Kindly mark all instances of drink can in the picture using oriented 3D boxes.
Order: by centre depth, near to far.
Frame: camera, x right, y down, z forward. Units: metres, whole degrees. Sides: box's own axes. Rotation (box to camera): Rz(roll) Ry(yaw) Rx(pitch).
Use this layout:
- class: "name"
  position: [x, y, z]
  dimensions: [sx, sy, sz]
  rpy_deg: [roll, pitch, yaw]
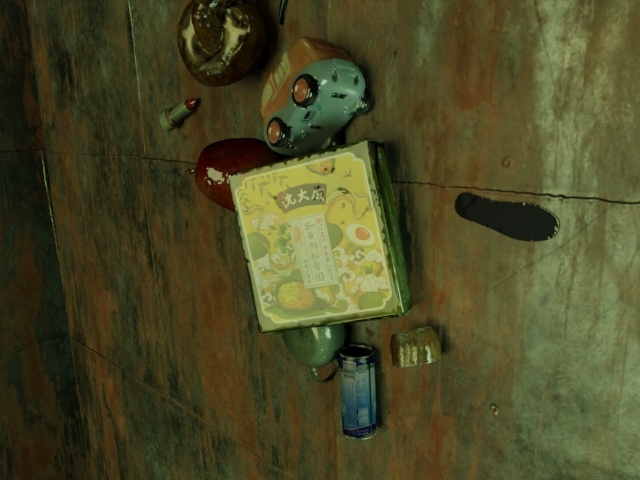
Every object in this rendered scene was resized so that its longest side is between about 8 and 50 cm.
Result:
- class: "drink can"
  position: [0.099, 0.398, 1.503]
  dimensions: [0.097, 0.097, 0.235]
  rpy_deg: [8, 106, 44]

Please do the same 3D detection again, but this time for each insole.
- class: "insole"
  position: [0.376, -0.049, 1.169]
  dimensions: [0.232, 0.003, 0.080]
  rpy_deg: [20, 114, 41]

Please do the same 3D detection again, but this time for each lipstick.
- class: "lipstick"
  position: [-0.463, -0.430, 1.899]
  dimensions: [0.186, 0.057, 0.063]
  rpy_deg: [-19, 86, 41]

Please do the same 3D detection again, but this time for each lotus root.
- class: "lotus root"
  position: [0.221, 0.250, 1.331]
  dimensions: [0.122, 0.112, 0.081]
  rpy_deg: [-15, 78, 16]

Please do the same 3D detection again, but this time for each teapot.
- class: "teapot"
  position: [-0.014, 0.247, 1.561]
  dimensions: [0.193, 0.129, 0.294]
  rpy_deg: [-11, 95, 46]

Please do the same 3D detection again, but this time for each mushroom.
- class: "mushroom"
  position: [-0.263, -0.569, 1.551]
  dimensions: [0.263, 0.195, 0.283]
  rpy_deg: [46, 146, 17]

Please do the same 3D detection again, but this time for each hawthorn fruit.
- class: "hawthorn fruit"
  position: [-0.242, -0.182, 1.585]
  dimensions: [0.224, 0.260, 0.224]
  rpy_deg: [-174, 90, -75]

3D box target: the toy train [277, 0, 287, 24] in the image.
- class: "toy train"
  position: [-0.101, -0.614, 1.502]
  dimensions: [0.017, 0.017, 0.083]
  rpy_deg: [37, 124, 37]

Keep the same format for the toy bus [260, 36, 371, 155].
- class: "toy bus"
  position: [-0.035, -0.355, 1.385]
  dimensions: [0.288, 0.194, 0.232]
  rpy_deg: [-48, 58, 42]

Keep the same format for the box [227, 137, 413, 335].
- class: "box"
  position: [0.000, 0.000, 1.373]
  dimensions: [0.372, 0.138, 0.420]
  rpy_deg: [-10, 93, 21]
